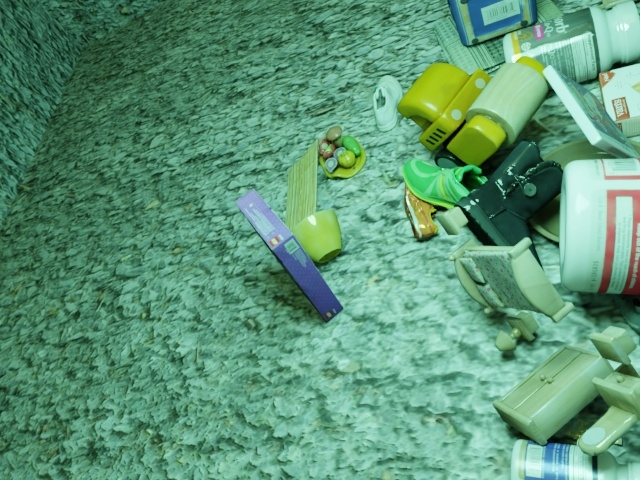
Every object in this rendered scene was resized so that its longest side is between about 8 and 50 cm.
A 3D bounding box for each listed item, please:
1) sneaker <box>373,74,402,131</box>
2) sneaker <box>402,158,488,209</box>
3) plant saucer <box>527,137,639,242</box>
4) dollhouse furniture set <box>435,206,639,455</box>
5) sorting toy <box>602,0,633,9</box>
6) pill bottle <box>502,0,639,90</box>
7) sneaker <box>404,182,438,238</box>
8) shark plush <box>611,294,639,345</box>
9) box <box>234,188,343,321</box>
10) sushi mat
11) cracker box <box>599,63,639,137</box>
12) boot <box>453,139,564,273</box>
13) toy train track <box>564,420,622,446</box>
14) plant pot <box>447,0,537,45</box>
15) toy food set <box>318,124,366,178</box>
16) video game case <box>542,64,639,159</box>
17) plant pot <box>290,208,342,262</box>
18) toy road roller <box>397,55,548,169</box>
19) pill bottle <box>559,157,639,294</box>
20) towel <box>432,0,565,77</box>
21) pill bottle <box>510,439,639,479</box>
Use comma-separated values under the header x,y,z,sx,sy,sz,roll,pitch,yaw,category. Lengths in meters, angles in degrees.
x,y,z,sx,sy,sz,roll,pitch,yaw,category
0.186,-0.420,1.518,0.080,0.094,0.212,-13,51,26,sneaker
0.311,-0.127,1.188,0.109,0.124,0.295,-25,44,-30,sneaker
0.559,-0.098,1.083,0.277,0.041,0.278,-16,50,21,plant saucer
0.300,0.125,0.844,0.174,0.355,0.303,-37,5,-9,dollhouse furniture set
0.824,-0.674,1.350,0.193,0.038,0.208,-9,49,27,sorting toy
0.587,-0.449,1.240,0.278,0.162,0.162,-12,52,25,pill bottle
0.240,-0.076,1.265,0.067,0.064,0.175,-11,55,0,sneaker
0.555,0.119,0.905,0.073,0.067,0.161,-28,47,12,shark plush
-0.068,0.038,1.199,0.057,0.293,0.201,-37,45,-5,box
-0.052,-0.134,1.449,0.151,0.019,0.317,-41,33,36,sushi mat
0.730,-0.312,1.115,0.232,0.067,0.156,-9,53,27,cracker box
0.412,-0.048,1.030,0.207,0.094,0.246,-40,90,-4,boot
0.445,0.321,0.861,0.083,0.014,0.048,-1,58,31,toy train track
0.447,-0.671,1.390,0.236,0.236,0.212,-13,57,21,plant pot
0.043,-0.267,1.510,0.128,0.071,0.218,-34,46,6,toy food set
0.538,-0.244,1.038,0.023,0.183,0.201,-44,50,38,video game case
0.000,0.000,1.314,0.134,0.134,0.095,-32,72,8,plant pot
0.318,-0.301,1.184,0.240,0.329,0.202,38,79,-1,toy road roller
0.611,-0.020,0.844,0.407,0.229,0.229,2,58,22,pill bottle
0.501,-0.582,1.480,0.312,0.056,0.324,-21,47,14,towel
0.392,0.368,0.792,0.186,0.112,0.112,-4,56,30,pill bottle
